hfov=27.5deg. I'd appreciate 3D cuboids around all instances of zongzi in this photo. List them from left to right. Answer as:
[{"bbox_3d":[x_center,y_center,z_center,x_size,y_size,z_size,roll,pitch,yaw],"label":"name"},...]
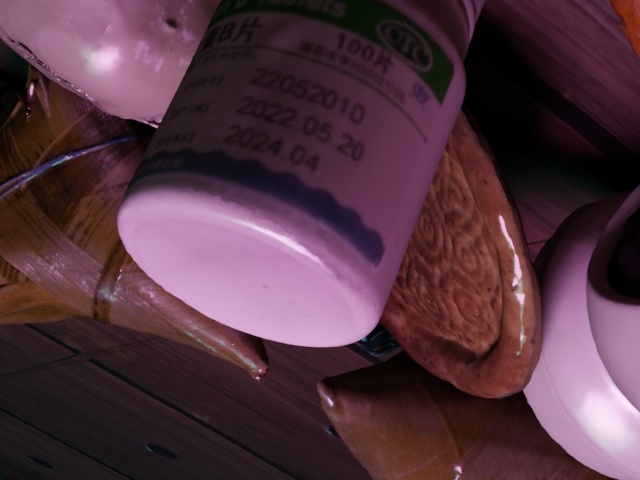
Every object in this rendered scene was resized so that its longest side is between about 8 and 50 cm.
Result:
[{"bbox_3d":[-0.169,0.037,0.949,0.251,0.125,0.274,-43,72,38],"label":"zongzi"},{"bbox_3d":[0.200,0.166,0.986,0.356,0.174,0.393,11,172,16],"label":"zongzi"}]

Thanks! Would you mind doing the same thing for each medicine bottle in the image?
[{"bbox_3d":[0.004,-0.077,0.658,0.139,0.236,0.139,19,157,9],"label":"medicine bottle"}]

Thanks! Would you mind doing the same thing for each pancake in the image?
[{"bbox_3d":[0.063,-0.012,0.820,0.250,0.031,0.250,49,151,40],"label":"pancake"}]

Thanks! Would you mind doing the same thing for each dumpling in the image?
[{"bbox_3d":[-0.120,-0.163,0.760,0.247,0.142,0.172,31,120,-2],"label":"dumpling"}]

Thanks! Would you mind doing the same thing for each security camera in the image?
[{"bbox_3d":[0.241,0.041,0.751,0.195,0.194,0.236,28,159,-12],"label":"security camera"}]

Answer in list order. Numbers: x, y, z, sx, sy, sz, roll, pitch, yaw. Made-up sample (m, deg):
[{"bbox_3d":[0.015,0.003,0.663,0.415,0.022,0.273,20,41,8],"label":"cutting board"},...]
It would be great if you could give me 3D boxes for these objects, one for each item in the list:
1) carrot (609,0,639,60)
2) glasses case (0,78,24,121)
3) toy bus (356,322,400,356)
[{"bbox_3d":[0.232,-0.090,0.585,0.225,0.159,0.159,36,156,4],"label":"carrot"},{"bbox_3d":[-0.345,-0.106,1.082,0.355,0.085,0.137,22,151,-4],"label":"glasses case"},{"bbox_3d":[0.000,0.000,0.985,0.182,0.103,0.091,32,150,-8],"label":"toy bus"}]
